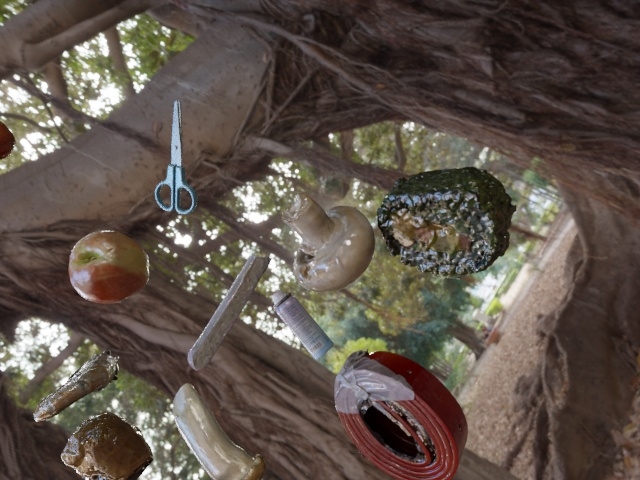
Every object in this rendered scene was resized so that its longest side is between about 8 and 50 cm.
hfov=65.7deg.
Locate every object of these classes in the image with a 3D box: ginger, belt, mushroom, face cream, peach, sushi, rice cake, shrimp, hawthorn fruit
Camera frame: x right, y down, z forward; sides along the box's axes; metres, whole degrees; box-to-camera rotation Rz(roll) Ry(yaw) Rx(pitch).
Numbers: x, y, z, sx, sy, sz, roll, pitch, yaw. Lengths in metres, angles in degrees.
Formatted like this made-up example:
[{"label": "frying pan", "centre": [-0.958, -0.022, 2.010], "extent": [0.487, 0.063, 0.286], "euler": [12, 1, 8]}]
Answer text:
[{"label": "ginger", "centre": [-0.743, 0.718, 1.735], "extent": [0.200, 0.269, 0.223], "euler": [-64, -43, -60]}, {"label": "belt", "centre": [0.169, 0.390, 1.111], "extent": [0.227, 0.324, 0.115], "euler": [-57, -15, 25]}, {"label": "mushroom", "centre": [0.000, 0.000, 1.471], "extent": [0.292, 0.290, 0.292], "euler": [-39, 29, 27]}, {"label": "face cream", "centre": [-0.060, 0.240, 1.460], "extent": [0.075, 0.229, 0.075], "euler": [-39, -3, -2]}, {"label": "peach", "centre": [-0.659, 0.089, 1.586], "extent": [0.232, 0.232, 0.256], "euler": [-57, -26, -7]}, {"label": "mushroom", "centre": [-0.173, 0.326, 0.805], "extent": [0.071, 0.209, 0.084], "euler": [-27, -24, -48]}, {"label": "sushi", "centre": [0.354, -0.045, 1.393], "extent": [0.178, 0.352, 0.294], "euler": [-43, -58, -42]}, {"label": "rice cake", "centre": [-0.269, 0.199, 1.458], "extent": [0.070, 0.064, 0.399], "euler": [-23, 33, 57]}, {"label": "shrimp", "centre": [-0.700, 0.422, 1.476], "extent": [0.221, 0.110, 0.446], "euler": [-35, 3, -6]}, {"label": "hawthorn fruit", "centre": [-0.880, -0.261, 1.312], "extent": [0.128, 0.128, 0.128], "euler": [-50, -21, -27]}]

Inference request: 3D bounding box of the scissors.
[{"label": "scissors", "centre": [-0.568, -0.326, 1.958], "extent": [0.029, 0.193, 0.446], "euler": [-36, -44, -64]}]
